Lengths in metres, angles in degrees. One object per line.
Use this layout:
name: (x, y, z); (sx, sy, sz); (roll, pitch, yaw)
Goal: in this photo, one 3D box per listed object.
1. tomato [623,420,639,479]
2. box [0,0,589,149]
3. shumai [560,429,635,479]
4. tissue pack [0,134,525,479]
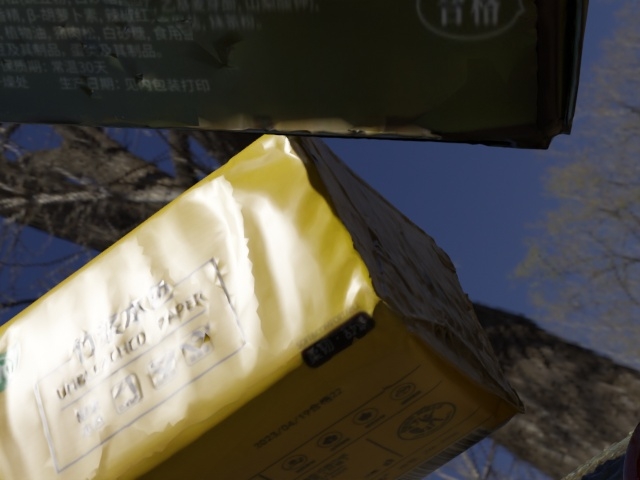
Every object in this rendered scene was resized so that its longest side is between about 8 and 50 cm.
tomato: (0.314, 0.159, 0.859); (0.174, 0.166, 0.082); (-43, -87, -15)
box: (-0.041, -0.206, 0.660); (0.373, 0.420, 0.138); (-65, -25, -54)
shumai: (0.428, 0.355, 1.133); (0.395, 0.348, 0.395); (-35, -17, -13)
tissue pack: (-0.071, 0.125, 0.861); (0.382, 0.228, 0.293); (-36, -35, 13)
